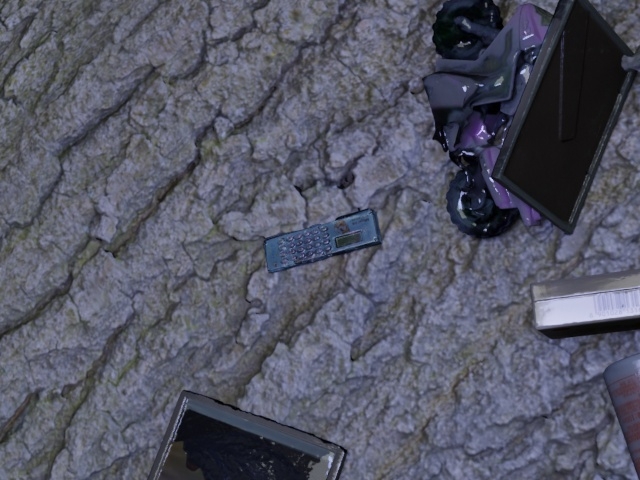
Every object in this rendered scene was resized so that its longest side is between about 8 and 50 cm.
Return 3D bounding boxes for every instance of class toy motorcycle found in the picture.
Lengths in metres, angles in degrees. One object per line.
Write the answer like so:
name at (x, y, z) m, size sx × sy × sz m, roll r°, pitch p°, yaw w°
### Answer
toy motorcycle at (0.239, -0.169, 1.345) m, size 0.188 × 0.143 × 0.326 m, roll -6°, pitch 87°, yaw 34°

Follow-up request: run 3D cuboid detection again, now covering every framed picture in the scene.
framed picture at (-0.111, 0.330, 1.409) m, size 0.266 × 0.018 × 0.192 m, roll 15°, pitch 79°, yaw 24°
framed picture at (0.315, -0.157, 1.301) m, size 0.023 × 0.189 × 0.259 m, roll 15°, pitch 80°, yaw 47°

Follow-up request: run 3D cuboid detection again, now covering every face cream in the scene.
face cream at (0.411, 0.253, 1.189) m, size 0.101 × 0.101 × 0.251 m, roll -20°, pitch 69°, yaw 14°

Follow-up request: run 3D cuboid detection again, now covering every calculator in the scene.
calculator at (0.000, 0.000, 1.464) m, size 0.172 × 0.018 × 0.057 m, roll -15°, pitch 72°, yaw 15°

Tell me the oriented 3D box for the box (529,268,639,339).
box at (0.362, 0.074, 1.238) m, size 0.201 × 0.141 × 0.058 m, roll -10°, pitch 77°, yaw 19°

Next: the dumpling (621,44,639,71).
dumpling at (0.509, -0.261, 1.286) m, size 0.258 × 0.147 × 0.193 m, roll -9°, pitch 31°, yaw 30°
